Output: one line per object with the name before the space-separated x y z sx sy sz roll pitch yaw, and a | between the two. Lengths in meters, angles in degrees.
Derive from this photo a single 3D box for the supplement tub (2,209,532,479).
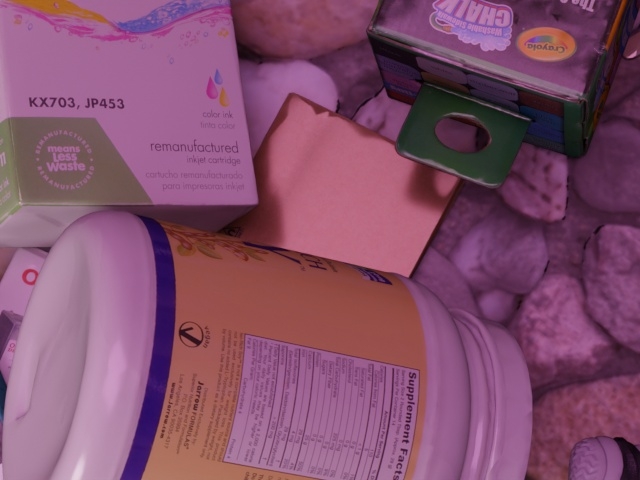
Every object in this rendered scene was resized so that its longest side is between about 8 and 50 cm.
supplement tub | -0.040 0.124 1.368 0.331 0.241 0.241 13 78 -23

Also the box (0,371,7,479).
box | -0.254 0.202 1.422 0.100 0.060 0.244 -26 79 1

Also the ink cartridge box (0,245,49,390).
ink cartridge box | -0.209 0.132 1.510 0.159 0.092 0.218 24 80 10

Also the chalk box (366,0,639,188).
chalk box | 0.151 -0.181 1.493 0.180 0.179 0.289 21 82 11

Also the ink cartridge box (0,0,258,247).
ink cartridge box | -0.184 -0.179 1.510 0.207 0.119 0.353 -1 73 -29

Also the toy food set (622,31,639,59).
toy food set | 0.338 -0.118 1.533 0.132 0.038 0.192 -33 77 -2

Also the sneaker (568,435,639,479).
sneaker | 0.307 0.314 1.396 0.210 0.137 0.365 -9 74 7

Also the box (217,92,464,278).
box | 0.000 0.000 1.551 0.164 0.021 0.201 27 82 10
